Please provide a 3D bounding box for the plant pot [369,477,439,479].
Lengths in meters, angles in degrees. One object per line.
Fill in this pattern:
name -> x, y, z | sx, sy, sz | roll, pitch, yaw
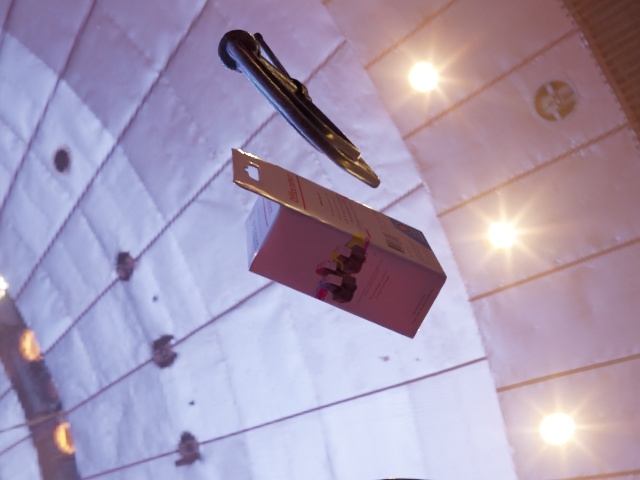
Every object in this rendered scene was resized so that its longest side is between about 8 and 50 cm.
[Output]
plant pot -> 0.104, 0.394, 0.943 | 0.366, 0.353, 0.367 | -1, -95, 10

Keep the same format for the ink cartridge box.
ink cartridge box -> 0.000, 0.000, 0.753 | 0.181, 0.104, 0.062 | 24, -73, -14

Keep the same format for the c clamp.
c clamp -> -0.018, -0.080, 0.544 | 0.022, 0.160, 0.137 | -41, -97, 8
